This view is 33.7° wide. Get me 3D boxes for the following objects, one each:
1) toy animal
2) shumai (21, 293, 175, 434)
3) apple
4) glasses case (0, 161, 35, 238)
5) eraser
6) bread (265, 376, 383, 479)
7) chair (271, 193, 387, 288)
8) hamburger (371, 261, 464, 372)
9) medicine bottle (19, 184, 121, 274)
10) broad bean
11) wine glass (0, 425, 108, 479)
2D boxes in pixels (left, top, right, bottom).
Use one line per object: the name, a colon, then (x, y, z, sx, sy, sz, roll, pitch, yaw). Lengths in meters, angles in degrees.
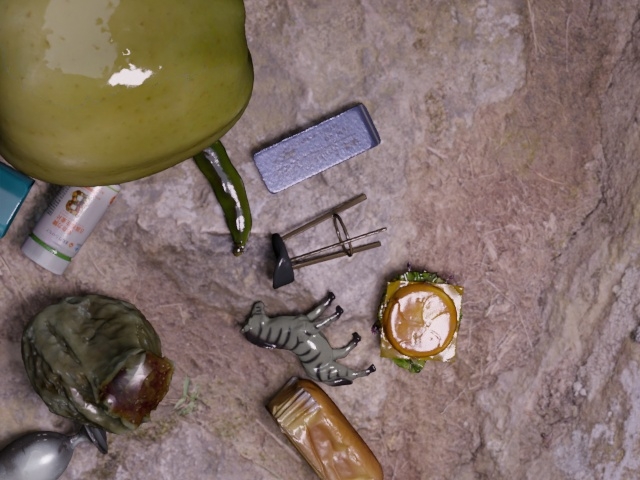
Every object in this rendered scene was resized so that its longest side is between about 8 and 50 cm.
toy animal: (-0.023, 0.185, 1.880, 0.176, 0.073, 0.216, -33, 104, 2)
shumai: (-0.352, 0.183, 1.735, 0.261, 0.222, 0.225, 44, 56, 0)
apple: (-0.322, -0.307, 1.604, 0.474, 0.473, 0.473, -1, 96, -8)
glasses case: (-0.640, -0.124, 1.760, 0.301, 0.070, 0.117, 29, 90, -9)
eraser: (-0.004, -0.162, 1.864, 0.225, 0.036, 0.082, -25, 97, -5)
bread: (0.012, 0.356, 1.866, 0.107, 0.136, 0.241, -39, 100, -5)
chair: (0.001, 0.001, 1.858, 0.222, 0.104, 0.095, -24, 73, -10)
hamburger: (0.173, 0.141, 1.890, 0.164, 0.093, 0.189, 17, 91, -7)
medicine bottle: (-0.422, -0.039, 1.789, 0.086, 0.086, 0.183, 34, 90, -10)
broad bean: (-0.168, -0.098, 1.841, 0.065, 0.046, 0.254, -21, 99, 7)
wine glass: (-0.481, 0.372, 1.815, 0.222, 0.103, 0.103, -27, 99, -5)
